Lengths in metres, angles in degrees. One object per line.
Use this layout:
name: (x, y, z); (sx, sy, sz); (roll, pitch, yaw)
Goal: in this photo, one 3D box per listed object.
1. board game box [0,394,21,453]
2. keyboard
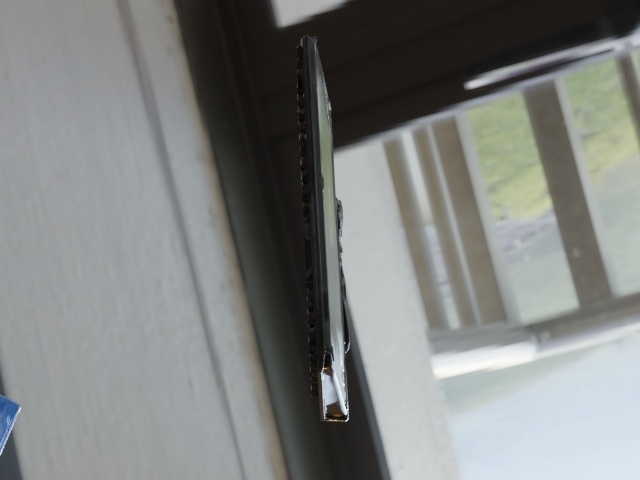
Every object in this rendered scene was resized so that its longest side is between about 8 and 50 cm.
board game box: (-0.259, 0.173, 0.837); (0.047, 0.160, 0.210); (30, 153, -22)
keyboard: (0.000, 0.000, 1.207); (0.033, 0.317, 0.201); (-5, 150, 5)
